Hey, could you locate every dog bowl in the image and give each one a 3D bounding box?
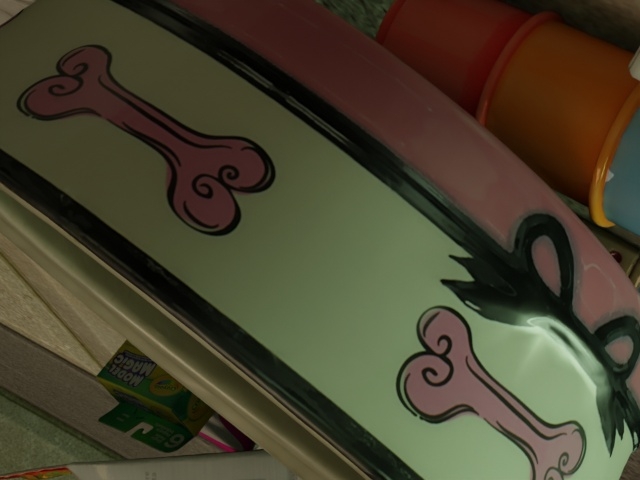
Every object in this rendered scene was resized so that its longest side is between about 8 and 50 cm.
[{"bbox_3d":[-0.009,0.014,0.897,0.408,0.150,0.408,38,171,7],"label":"dog bowl"}]

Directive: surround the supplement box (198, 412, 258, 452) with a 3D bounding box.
[{"bbox_3d":[-0.082,0.114,1.651,0.111,0.114,0.220,31,164,4],"label":"supplement box"}]

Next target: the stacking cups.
[{"bbox_3d":[0.168,-0.033,0.774,0.316,0.096,0.096,31,166,26],"label":"stacking cups"}]

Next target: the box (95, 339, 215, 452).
[{"bbox_3d":[-0.103,0.085,1.469,0.105,0.179,0.043,16,153,45],"label":"box"}]

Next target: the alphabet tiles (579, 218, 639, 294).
[{"bbox_3d":[0.082,0.044,1.078,0.237,0.009,0.198,30,127,12],"label":"alphabet tiles"}]

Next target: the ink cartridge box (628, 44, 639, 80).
[{"bbox_3d":[0.179,-0.079,0.619,0.109,0.063,0.150,31,165,6],"label":"ink cartridge box"}]

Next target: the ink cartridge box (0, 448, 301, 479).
[{"bbox_3d":[-0.046,0.211,1.462,0.385,0.091,0.308,-12,170,43],"label":"ink cartridge box"}]

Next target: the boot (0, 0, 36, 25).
[{"bbox_3d":[-0.217,-0.167,1.077,0.258,0.095,0.123,24,156,25],"label":"boot"}]
